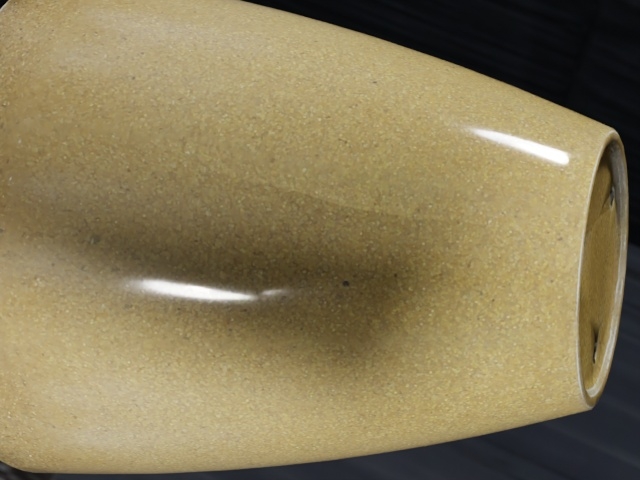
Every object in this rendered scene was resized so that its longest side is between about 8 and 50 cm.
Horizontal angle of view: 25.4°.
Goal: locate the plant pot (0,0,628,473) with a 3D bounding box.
[{"bbox_3d":[0.000,0.000,0.631,0.237,0.254,0.237,4,-90,-69],"label":"plant pot"}]
